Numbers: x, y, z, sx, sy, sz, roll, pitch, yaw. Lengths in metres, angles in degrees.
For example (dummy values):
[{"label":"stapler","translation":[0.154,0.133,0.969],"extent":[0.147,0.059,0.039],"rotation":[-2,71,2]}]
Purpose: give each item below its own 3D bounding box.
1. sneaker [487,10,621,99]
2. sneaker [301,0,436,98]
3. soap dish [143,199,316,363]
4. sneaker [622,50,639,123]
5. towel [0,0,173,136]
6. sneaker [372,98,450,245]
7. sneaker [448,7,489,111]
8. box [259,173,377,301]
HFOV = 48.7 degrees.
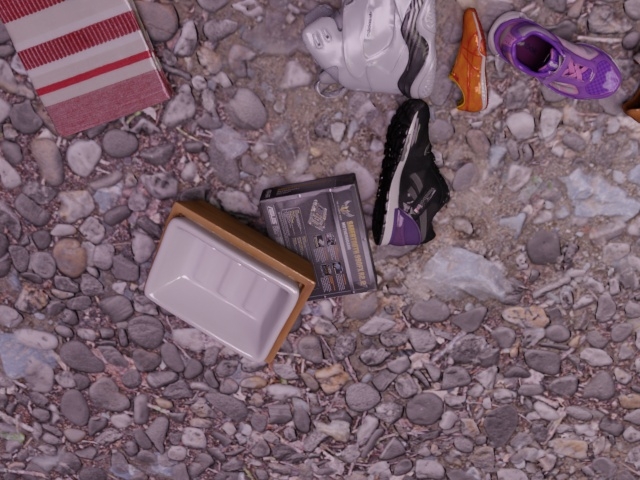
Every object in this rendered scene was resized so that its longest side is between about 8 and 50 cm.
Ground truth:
[{"label":"sneaker","translation":[0.389,-0.290,1.160],"extent":[0.236,0.104,0.095],"rotation":[22,114,-8]},{"label":"sneaker","translation":[0.069,-0.393,1.110],"extent":[0.210,0.137,0.366],"rotation":[-6,119,3]},{"label":"soap dish","translation":[-0.169,0.074,1.326],"extent":[0.290,0.118,0.229],"rotation":[30,124,2]},{"label":"sneaker","translation":[0.586,-0.314,1.133],"extent":[0.123,0.106,0.290],"rotation":[14,117,-6]},{"label":"towel","translation":[-0.420,-0.363,1.216],"extent":[0.237,0.037,0.329],"rotation":[-15,112,13]},{"label":"sneaker","translation":[0.177,-0.119,1.272],"extent":[0.124,0.107,0.283],"rotation":[3,123,-10]},{"label":"sneaker","translation":[0.247,-0.299,1.189],"extent":[0.067,0.064,0.175],"rotation":[0,114,15]},{"label":"box","translation":[0.000,0.000,1.352],"extent":[0.183,0.056,0.231],"rotation":[-10,115,9]}]
